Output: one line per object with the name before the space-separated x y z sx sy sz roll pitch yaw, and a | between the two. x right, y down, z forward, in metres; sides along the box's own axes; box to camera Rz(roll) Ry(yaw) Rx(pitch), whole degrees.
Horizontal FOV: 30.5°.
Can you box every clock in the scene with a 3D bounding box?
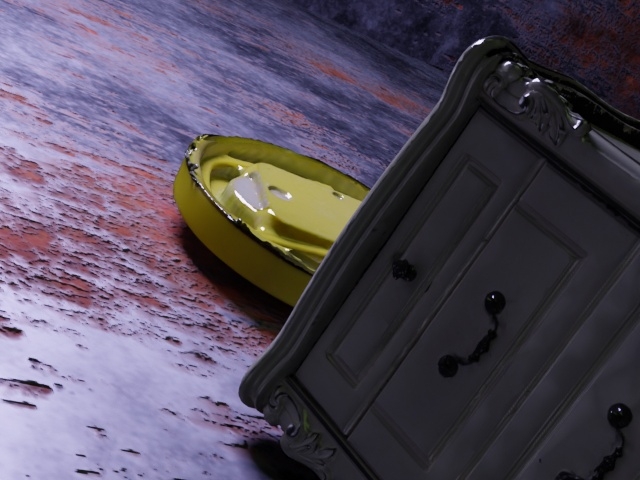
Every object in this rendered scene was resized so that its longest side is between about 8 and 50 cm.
clock | -0.003 0.003 1.079 0.293 0.071 0.277 24 21 -16

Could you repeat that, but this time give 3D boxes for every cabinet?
cabinet | 0.170 0.097 0.712 0.227 0.290 0.318 17 23 -48
